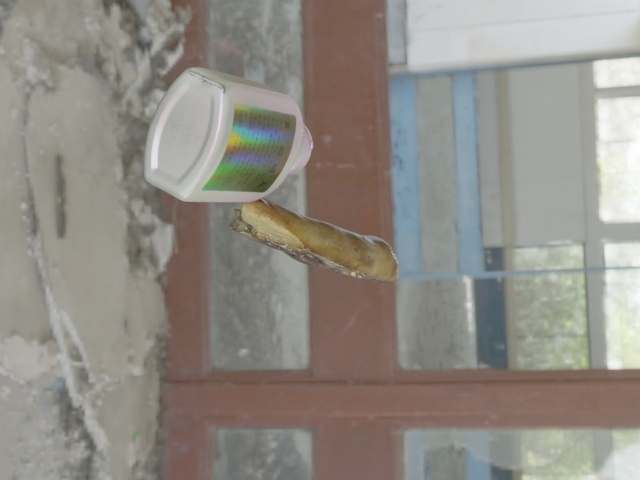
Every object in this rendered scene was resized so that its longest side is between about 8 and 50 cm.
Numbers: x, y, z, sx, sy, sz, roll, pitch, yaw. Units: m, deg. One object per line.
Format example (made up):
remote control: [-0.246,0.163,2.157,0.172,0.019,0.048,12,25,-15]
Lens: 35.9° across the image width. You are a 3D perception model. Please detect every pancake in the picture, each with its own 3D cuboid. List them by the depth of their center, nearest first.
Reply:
pancake: [0.000,0.000,1.138,0.257,0.212,0.056,-127,-121,-85]

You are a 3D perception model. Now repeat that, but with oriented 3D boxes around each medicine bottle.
medicine bottle: [-0.077,-0.096,0.952,0.219,0.078,0.115,-5,119,-67]
